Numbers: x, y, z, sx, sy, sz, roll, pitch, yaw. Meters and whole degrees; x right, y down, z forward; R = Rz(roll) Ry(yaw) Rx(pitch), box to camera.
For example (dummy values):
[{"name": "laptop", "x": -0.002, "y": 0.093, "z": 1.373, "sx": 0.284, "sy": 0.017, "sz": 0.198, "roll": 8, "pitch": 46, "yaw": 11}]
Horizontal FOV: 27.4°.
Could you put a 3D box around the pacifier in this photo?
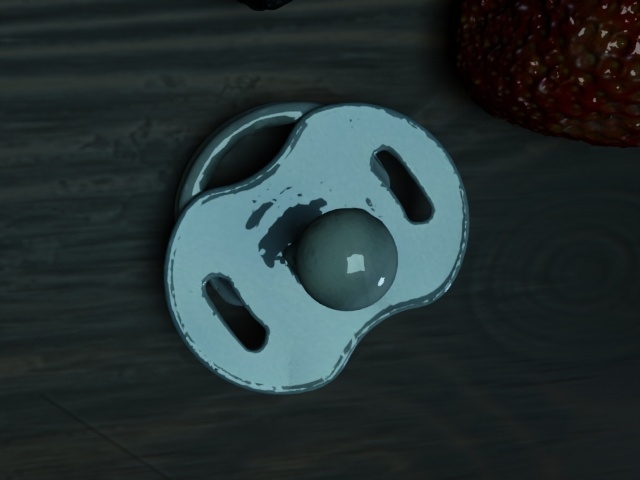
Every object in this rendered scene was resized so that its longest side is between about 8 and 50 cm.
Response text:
[{"name": "pacifier", "x": 0.000, "y": 0.000, "z": 1.153, "sx": 0.299, "sy": 0.233, "sz": 0.244, "roll": -38, "pitch": 104, "yaw": -7}]

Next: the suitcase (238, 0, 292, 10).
[{"name": "suitcase", "x": -0.041, "y": -0.387, "z": 1.116, "sx": 0.229, "sy": 0.152, "sz": 0.335, "roll": -30, "pitch": 106, "yaw": -7}]

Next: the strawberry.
[{"name": "strawberry", "x": 0.268, "y": -0.194, "z": 1.207, "sx": 0.288, "sy": 0.250, "sz": 0.238, "roll": -26, "pitch": 141, "yaw": 13}]
